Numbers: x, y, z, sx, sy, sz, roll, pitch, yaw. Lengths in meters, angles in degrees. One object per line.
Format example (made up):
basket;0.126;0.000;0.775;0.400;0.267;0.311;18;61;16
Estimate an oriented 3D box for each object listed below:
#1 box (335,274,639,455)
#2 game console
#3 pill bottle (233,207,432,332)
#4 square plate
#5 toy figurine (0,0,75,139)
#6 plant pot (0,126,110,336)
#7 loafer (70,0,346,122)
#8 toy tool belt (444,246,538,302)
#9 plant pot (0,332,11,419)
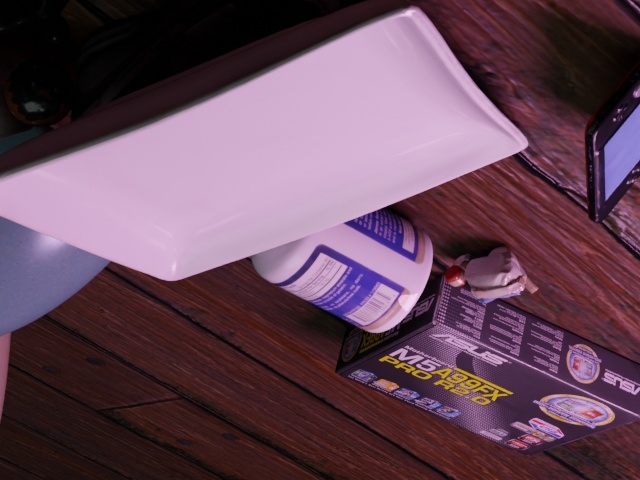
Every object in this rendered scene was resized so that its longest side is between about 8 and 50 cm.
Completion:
box;0.183;0.142;1.647;0.270;0.060;0.216;25;153;-20
game console;0.270;-0.072;1.160;0.085;0.124;0.144;33;162;26
pill bottle;0.000;0.000;1.404;0.187;0.112;0.112;29;151;-25
square plate;-0.042;-0.070;1.164;0.347;0.049;0.344;-20;163;15
toy figurine;-0.257;-0.178;1.081;0.148;0.209;0.213;-17;138;31
plant pot;-0.329;-0.016;1.348;0.290;0.195;0.290;30;169;7
loafer;-0.096;-0.136;1.204;0.109;0.095;0.302;33;149;-33
toy tool belt;0.165;0.041;1.468;0.083;0.052;0.051;-14;133;45
plant pot;-0.433;0.093;1.629;0.256;0.274;0.256;13;153;6
